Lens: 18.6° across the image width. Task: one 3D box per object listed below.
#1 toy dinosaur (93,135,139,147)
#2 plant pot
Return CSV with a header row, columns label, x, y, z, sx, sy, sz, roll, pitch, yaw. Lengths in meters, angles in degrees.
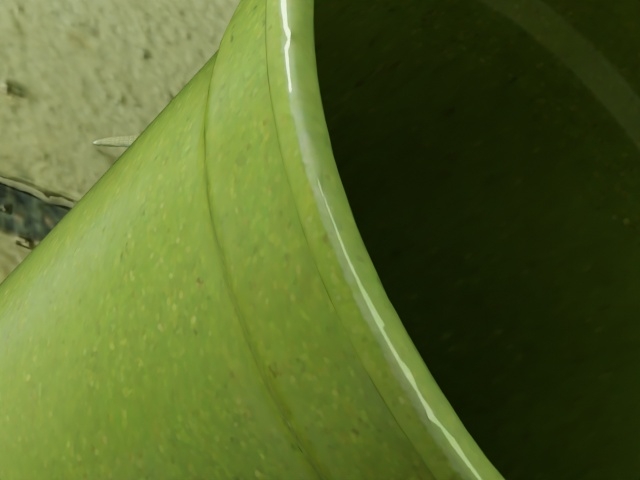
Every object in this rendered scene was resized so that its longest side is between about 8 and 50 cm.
label,x,y,z,sx,sy,sz,roll,pitch,yaw
toy dinosaur,0.000,0.000,0.795,0.183,0.053,0.092,49,40,-11
plant pot,0.011,0.047,0.612,0.276,0.254,0.276,28,46,-33
